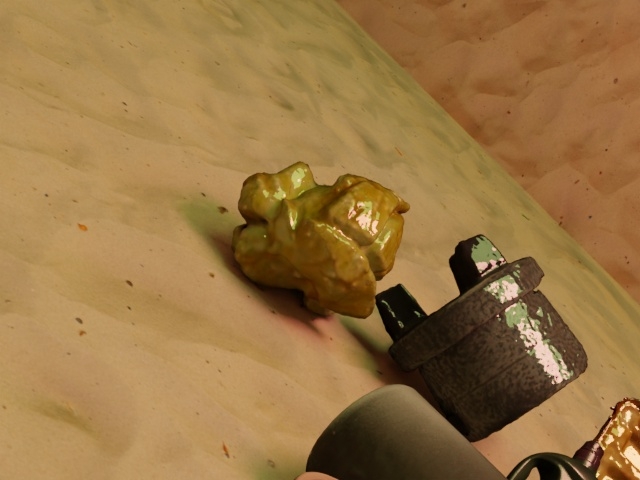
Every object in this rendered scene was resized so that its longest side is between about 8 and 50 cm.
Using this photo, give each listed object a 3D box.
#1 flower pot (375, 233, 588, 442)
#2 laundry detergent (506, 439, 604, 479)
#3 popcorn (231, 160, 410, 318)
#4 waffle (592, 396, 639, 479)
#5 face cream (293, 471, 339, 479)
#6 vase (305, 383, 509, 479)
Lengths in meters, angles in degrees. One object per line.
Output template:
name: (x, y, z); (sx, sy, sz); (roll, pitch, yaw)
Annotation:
flower pot: (0.246, 0.157, 1.922); (0.283, 0.299, 0.299); (57, 21, 6)
laundry detergent: (0.319, 0.356, 1.628); (0.144, 0.078, 0.222); (37, 61, -1)
popcorn: (-0.003, -0.005, 1.858); (0.276, 0.276, 0.225); (33, 57, -23)
waffle: (0.453, 0.435, 1.707); (0.304, 0.077, 0.348); (43, 60, 9)
face cream: (-0.004, 0.337, 1.269); (0.149, 0.104, 0.149); (36, 20, -16)
vase: (0.126, 0.327, 1.393); (0.291, 0.245, 0.245); (44, 18, 30)
